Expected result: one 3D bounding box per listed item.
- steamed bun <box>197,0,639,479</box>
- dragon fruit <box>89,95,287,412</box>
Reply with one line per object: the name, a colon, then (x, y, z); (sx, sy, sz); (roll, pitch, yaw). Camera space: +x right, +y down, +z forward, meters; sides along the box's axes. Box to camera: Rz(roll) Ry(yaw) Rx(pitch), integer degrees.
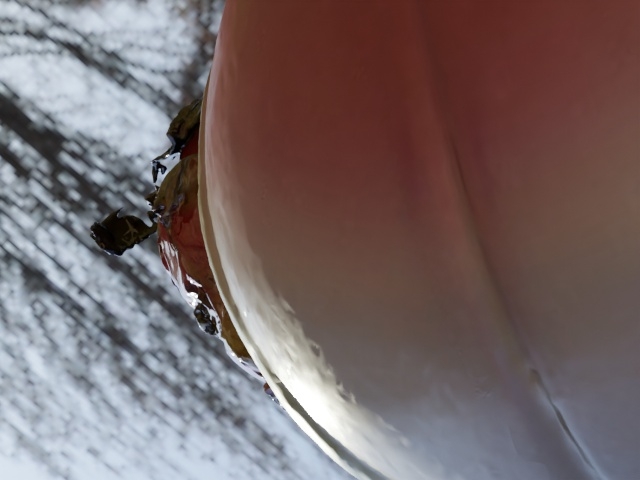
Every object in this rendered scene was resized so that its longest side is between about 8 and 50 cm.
steamed bun: (0.083, -0.053, 0.540); (0.309, 0.309, 0.309); (-38, -156, 20)
dragon fruit: (0.000, 0.000, 1.106); (0.250, 0.269, 0.291); (-54, -157, 24)
